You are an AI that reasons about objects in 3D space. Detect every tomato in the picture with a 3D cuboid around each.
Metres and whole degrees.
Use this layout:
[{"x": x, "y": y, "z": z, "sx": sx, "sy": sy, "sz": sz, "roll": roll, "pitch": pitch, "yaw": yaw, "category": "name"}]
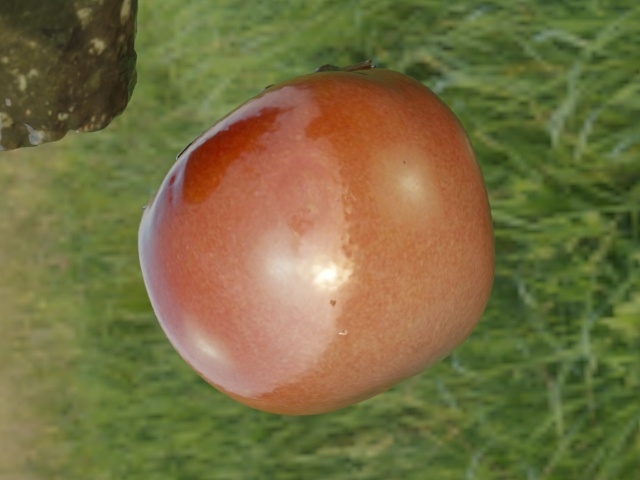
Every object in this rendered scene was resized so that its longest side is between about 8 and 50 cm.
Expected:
[{"x": 0.000, "y": 0.000, "z": 1.207, "sx": 0.224, "sy": 0.256, "sz": 0.256, "roll": 63, "pitch": 157, "yaw": 10, "category": "tomato"}]

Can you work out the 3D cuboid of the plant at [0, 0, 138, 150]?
[{"x": -0.216, "y": -0.218, "z": 1.093, "sx": 0.181, "sy": 0.194, "sz": 0.320, "roll": 38, "pitch": 142, "yaw": 47, "category": "plant"}]
